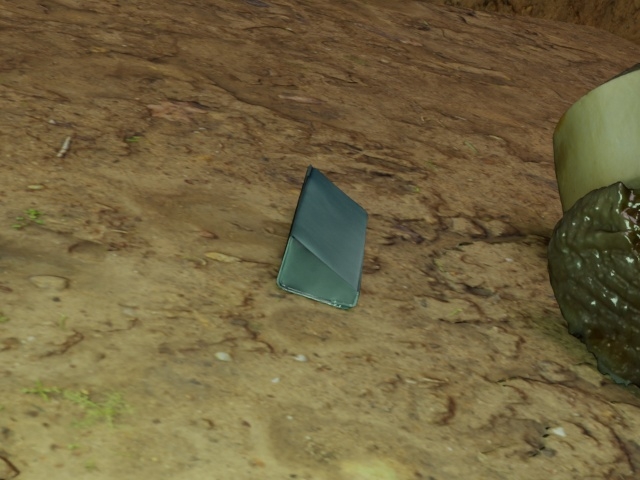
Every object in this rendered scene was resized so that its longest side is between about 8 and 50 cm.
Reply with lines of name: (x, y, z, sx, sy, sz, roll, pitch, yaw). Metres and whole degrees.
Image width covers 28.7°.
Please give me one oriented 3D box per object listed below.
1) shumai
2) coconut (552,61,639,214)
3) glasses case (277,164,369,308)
shumai: (0.456, 0.061, 1.443, 0.346, 0.217, 0.283, 31, 24, 36)
coconut: (0.468, -0.101, 1.711, 0.323, 0.323, 0.323, 17, 21, -6)
glasses case: (0.000, 0.000, 1.454, 0.105, 0.056, 0.266, 41, 18, -10)
